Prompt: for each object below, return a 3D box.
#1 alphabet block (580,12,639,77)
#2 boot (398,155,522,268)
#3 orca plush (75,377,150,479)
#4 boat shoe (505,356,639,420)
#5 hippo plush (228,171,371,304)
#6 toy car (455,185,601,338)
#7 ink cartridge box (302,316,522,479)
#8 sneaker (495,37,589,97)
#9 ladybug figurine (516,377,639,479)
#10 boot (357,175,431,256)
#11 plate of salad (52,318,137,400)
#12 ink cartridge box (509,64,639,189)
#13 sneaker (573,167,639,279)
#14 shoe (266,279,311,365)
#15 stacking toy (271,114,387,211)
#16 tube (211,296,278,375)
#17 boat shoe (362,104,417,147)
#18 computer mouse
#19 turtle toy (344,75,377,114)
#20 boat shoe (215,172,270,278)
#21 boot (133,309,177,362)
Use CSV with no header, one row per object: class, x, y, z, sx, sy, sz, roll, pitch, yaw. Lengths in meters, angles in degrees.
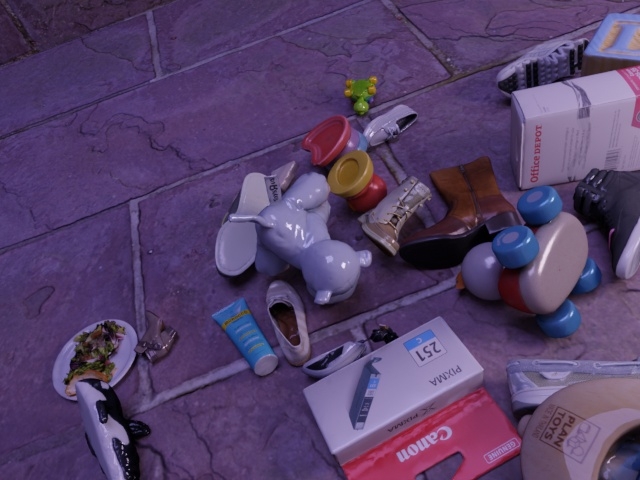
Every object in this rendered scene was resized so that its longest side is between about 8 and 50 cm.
alphabet block,0.733,-0.391,1.281,0.193,0.197,0.192,21,59,32
boot,0.284,-0.080,1.217,0.264,0.096,0.281,-19,41,11
orca plush,-0.361,0.364,1.015,0.102,0.151,0.287,-12,33,-38
boat shoe,0.465,0.224,0.869,0.320,0.118,0.103,-12,49,17
hippo plush,0.000,0.000,1.119,0.236,0.294,0.234,35,72,18
toy car,0.362,0.042,1.044,0.238,0.219,0.210,-4,41,54
ink cartridge box,0.153,0.301,0.931,0.296,0.066,0.261,-27,46,-7
sneaker,0.582,-0.468,1.472,0.292,0.110,0.118,-24,38,-16
ladybug figurine,0.472,0.357,0.697,0.449,0.162,0.305,29,72,33
boot,0.168,-0.058,1.168,0.165,0.077,0.213,-41,17,7
plate of salad,-0.499,0.252,1.194,0.199,0.048,0.200,-10,47,10
ink cartridge box,0.567,-0.242,1.190,0.282,0.207,0.117,-9,46,9
sneaker,0.572,-0.041,1.086,0.146,0.105,0.296,13,48,29
shoe,-0.068,0.156,1.135,0.076,0.058,0.219,-22,46,-2
stacking toy,0.024,-0.146,1.384,0.279,0.130,0.309,-37,40,20
tube,-0.156,0.196,1.141,0.080,0.052,0.207,-25,39,-19
boat shoe,0.189,-0.303,1.472,0.184,0.066,0.063,-34,46,-27
computer mouse,0.056,0.220,1.030,0.193,0.106,0.042,-28,65,8
turtle toy,0.120,-0.423,1.594,0.095,0.066,0.130,-3,49,15
boat shoe,-0.186,-0.027,1.318,0.109,0.091,0.305,23,52,-12
boot,-0.374,0.211,1.194,0.118,0.042,0.087,26,60,32
